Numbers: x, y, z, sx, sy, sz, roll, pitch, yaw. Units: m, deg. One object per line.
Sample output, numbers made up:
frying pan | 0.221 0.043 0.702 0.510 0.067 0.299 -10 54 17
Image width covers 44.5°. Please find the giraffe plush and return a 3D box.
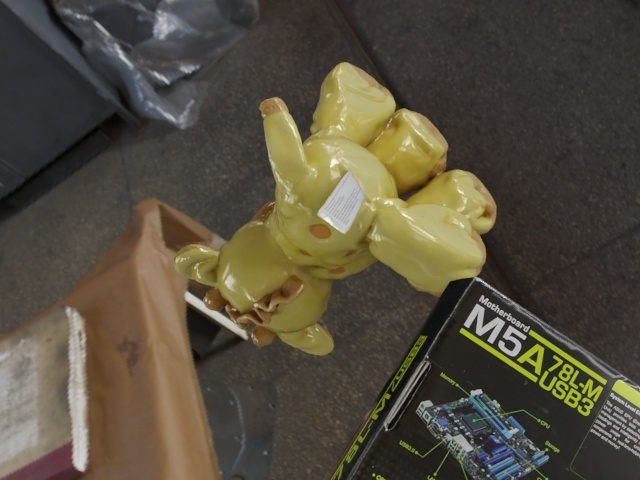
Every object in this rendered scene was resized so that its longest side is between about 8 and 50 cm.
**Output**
giraffe plush | 0.000 0.000 0.562 0.181 0.210 0.170 50 125 8

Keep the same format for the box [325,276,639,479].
box | 0.090 0.142 0.329 0.191 0.045 0.184 33 79 -2
